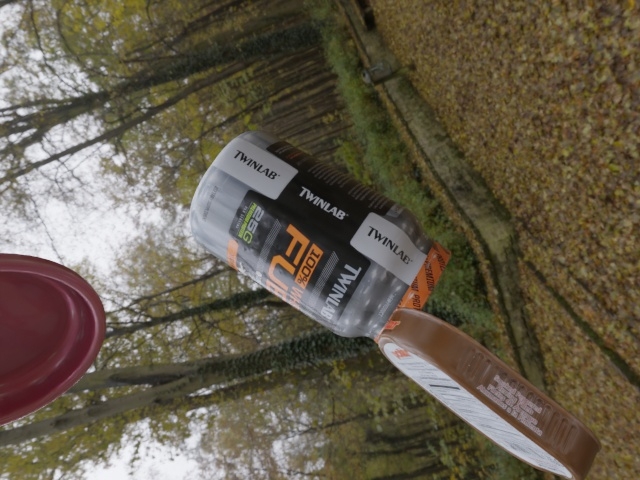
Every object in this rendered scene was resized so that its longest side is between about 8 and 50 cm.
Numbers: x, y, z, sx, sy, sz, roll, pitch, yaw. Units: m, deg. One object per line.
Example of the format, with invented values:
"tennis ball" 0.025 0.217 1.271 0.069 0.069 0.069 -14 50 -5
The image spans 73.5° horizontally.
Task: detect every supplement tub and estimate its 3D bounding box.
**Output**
"supplement tub" 0.000 0.000 0.588 0.316 0.193 0.193 30 180 12

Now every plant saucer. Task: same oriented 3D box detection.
"plant saucer" -0.524 0.154 0.672 0.084 0.332 0.332 39 167 39

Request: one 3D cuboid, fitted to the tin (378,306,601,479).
"tin" 0.131 0.125 0.349 0.189 0.040 0.106 37 158 3
